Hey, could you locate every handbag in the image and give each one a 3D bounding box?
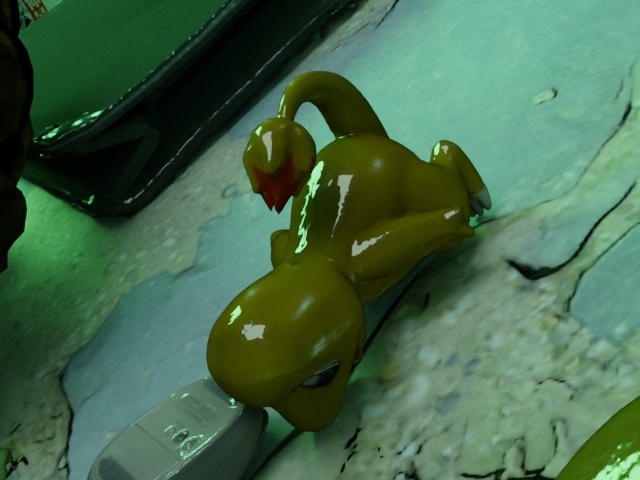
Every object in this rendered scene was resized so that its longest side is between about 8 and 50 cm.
[{"bbox_3d":[-0.122,-0.141,1.056,0.260,0.079,0.247,-44,32,-15],"label":"handbag"}]

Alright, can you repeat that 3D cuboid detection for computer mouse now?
[{"bbox_3d":[-0.065,0.105,0.693,0.096,0.039,0.066,-37,30,-17],"label":"computer mouse"}]

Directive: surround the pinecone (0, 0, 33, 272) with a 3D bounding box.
[{"bbox_3d":[-0.351,-0.049,0.888,0.398,0.398,0.398,-26,32,17],"label":"pinecone"}]

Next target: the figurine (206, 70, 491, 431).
[{"bbox_3d":[-0.002,-0.001,0.694,0.121,0.122,0.176,-6,41,37],"label":"figurine"}]

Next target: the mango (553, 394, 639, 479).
[{"bbox_3d":[0.131,0.088,0.471,0.191,0.085,0.122,-29,34,11],"label":"mango"}]

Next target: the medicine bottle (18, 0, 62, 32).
[{"bbox_3d":[-0.298,-0.211,1.327,0.121,0.083,0.229,-41,31,-14],"label":"medicine bottle"}]

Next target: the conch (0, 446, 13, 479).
[{"bbox_3d":[-0.285,0.164,0.759,0.250,0.143,0.137,-34,70,-22],"label":"conch"}]
